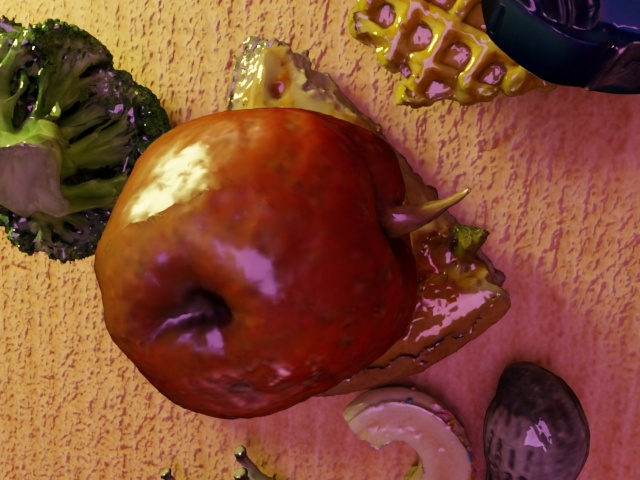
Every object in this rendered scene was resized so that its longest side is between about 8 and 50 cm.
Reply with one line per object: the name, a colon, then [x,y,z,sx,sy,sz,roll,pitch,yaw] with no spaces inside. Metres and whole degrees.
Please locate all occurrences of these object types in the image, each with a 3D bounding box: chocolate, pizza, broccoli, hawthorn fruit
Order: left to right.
broccoli: [-0.295,-0.103,0.573,0.261,0.242,0.269,-8,118,-5]
hawthorn fruit: [-0.044,0.017,0.439,0.261,0.258,0.259,-12,96,-12]
pizza: [0.006,0.032,0.586,0.391,0.080,0.435,23,105,10]
chocolate: [0.222,0.251,0.549,0.110,0.110,0.248,1,104,14]

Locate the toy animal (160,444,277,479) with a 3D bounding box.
toy animal: [-0.093,0.351,0.664,0.216,0.073,0.176,-20,107,20]

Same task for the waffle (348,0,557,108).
waffle: [0.155,-0.261,0.484,0.290,0.051,0.292,2,100,13]

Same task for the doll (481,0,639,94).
doll: [0.198,-0.239,0.340,0.310,0.240,0.284,42,79,15]

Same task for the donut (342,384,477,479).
donut: [0.115,0.228,0.593,0.108,0.065,0.166,-37,87,16]
